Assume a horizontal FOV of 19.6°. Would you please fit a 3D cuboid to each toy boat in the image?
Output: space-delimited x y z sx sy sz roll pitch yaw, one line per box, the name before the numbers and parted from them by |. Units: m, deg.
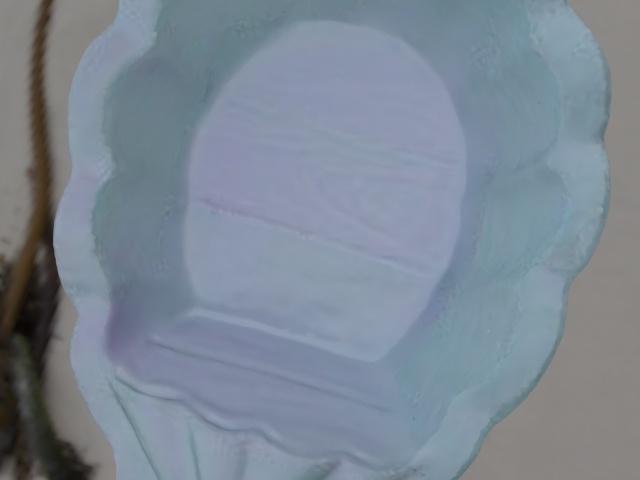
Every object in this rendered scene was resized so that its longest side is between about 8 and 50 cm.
toy boat | 0.000 0.000 0.707 0.199 0.100 0.290 17 97 6
